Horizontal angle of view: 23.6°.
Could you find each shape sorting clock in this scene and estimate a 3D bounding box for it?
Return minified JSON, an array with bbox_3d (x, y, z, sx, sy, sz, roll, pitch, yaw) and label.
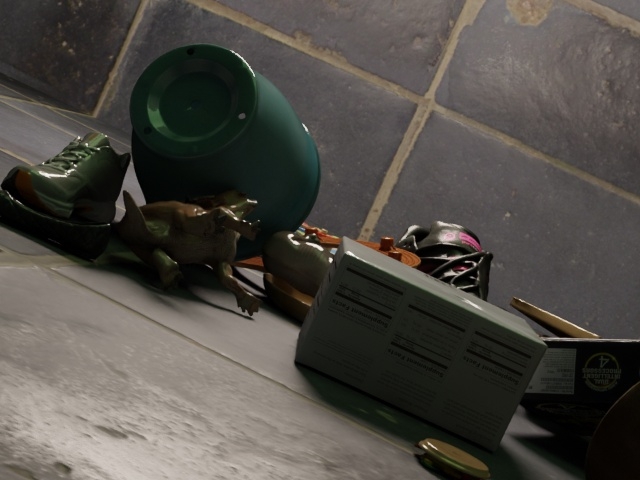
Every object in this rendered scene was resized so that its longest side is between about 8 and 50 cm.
[{"bbox_3d":[0.000,0.000,2.673,0.206,0.040,0.206,22,4,-1],"label":"shape sorting clock"}]

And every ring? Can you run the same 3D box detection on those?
[{"bbox_3d":[-0.010,0.014,2.403,0.337,0.032,0.336,4,8,-1],"label":"ring"}]

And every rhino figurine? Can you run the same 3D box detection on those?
[{"bbox_3d":[0.019,0.057,2.153,0.243,0.073,0.106,30,12,24],"label":"rhino figurine"}]

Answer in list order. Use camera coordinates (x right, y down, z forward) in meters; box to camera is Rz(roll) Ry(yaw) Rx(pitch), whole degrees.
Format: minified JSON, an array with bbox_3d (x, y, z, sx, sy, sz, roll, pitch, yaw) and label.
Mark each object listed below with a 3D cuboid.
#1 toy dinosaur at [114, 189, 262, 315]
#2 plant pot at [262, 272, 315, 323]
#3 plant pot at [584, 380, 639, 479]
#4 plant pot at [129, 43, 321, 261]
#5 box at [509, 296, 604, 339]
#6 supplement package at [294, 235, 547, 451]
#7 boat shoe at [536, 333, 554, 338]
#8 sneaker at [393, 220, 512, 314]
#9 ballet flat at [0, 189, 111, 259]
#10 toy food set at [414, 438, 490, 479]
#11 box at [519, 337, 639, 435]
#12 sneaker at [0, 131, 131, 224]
[{"bbox_3d":[-0.183,-0.010,1.959,0.200,0.127,0.296,29,10,41],"label":"toy dinosaur"},{"bbox_3d":[0.019,0.111,2.199,0.236,0.032,0.236,24,5,-2],"label":"plant pot"},{"bbox_3d":[0.428,0.276,1.602,0.215,0.215,0.230,22,20,-35],"label":"plant pot"},{"bbox_3d":[-0.154,-0.140,2.190,0.272,0.271,0.255,27,-16,20],"label":"plant pot"},{"bbox_3d":[0.408,0.155,2.378,0.164,0.021,0.201,32,-2,-36],"label":"box"},{"bbox_3d":[0.116,0.121,1.871,0.262,0.145,0.204,25,5,-2],"label":"supplement package"},{"bbox_3d":[0.334,0.203,2.393,0.120,0.122,0.324,21,-5,14],"label":"boat shoe"},{"bbox_3d":[0.190,0.072,2.476,0.185,0.202,0.483,23,5,-20],"label":"sneaker"},{"bbox_3d":[-0.331,-0.031,1.826,0.173,0.049,0.057,25,4,-3],"label":"ballet flat"},{"bbox_3d":[0.134,0.226,1.562,0.083,0.020,0.083,25,5,2],"label":"toy food set"},{"bbox_3d":[0.487,0.205,2.073,0.395,0.097,0.318,-1,-14,26],"label":"box"},{"bbox_3d":[-0.341,-0.097,2.086,0.099,0.121,0.262,25,4,14],"label":"sneaker"}]
